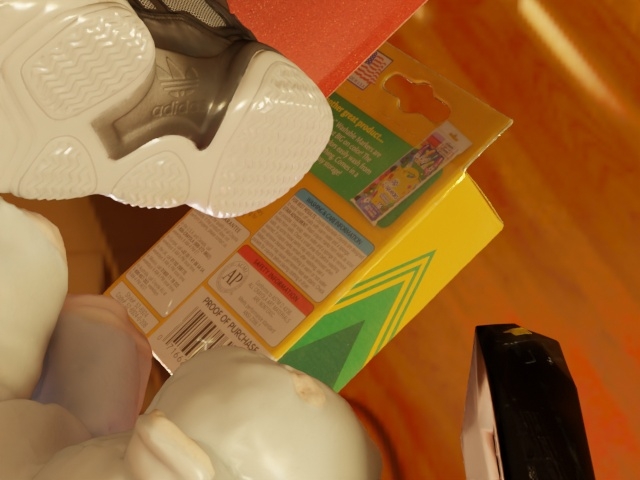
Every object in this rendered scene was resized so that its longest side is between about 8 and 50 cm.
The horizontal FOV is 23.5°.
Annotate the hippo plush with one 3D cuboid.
[{"bbox_3d":[-0.114,0.092,0.622,0.236,0.294,0.234,-7,103,39],"label":"hippo plush"}]

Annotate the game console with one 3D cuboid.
[{"bbox_3d":[0.091,0.206,0.696,0.361,0.044,0.213,86,178,-58],"label":"game console"}]

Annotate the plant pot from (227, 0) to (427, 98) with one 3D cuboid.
[{"bbox_3d":[-0.040,-0.299,1.075,0.267,0.235,0.267,-42,44,29],"label":"plant pot"}]

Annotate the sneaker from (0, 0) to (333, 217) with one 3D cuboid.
[{"bbox_3d":[-0.120,-0.097,0.731,0.101,0.268,0.153,-52,56,19],"label":"sneaker"}]

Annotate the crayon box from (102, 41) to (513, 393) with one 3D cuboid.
[{"bbox_3d":[0.000,0.000,1.251,0.203,0.323,0.083,41,174,48],"label":"crayon box"}]
